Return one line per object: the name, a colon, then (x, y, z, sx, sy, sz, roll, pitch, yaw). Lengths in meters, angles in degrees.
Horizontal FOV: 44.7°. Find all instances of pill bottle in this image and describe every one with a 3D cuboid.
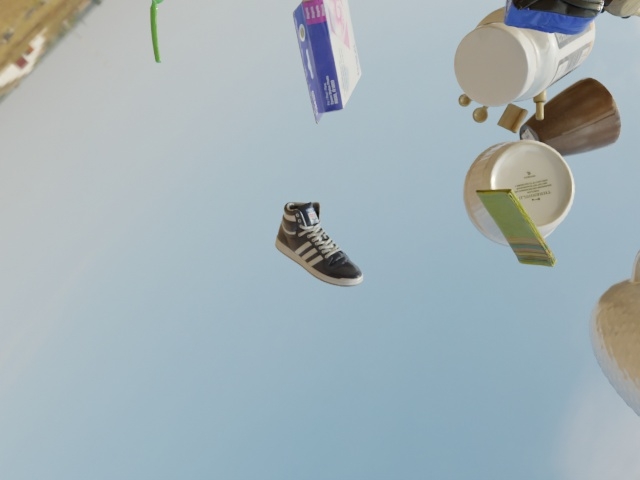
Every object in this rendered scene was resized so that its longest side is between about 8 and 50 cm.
pill bottle: (0.350, -0.330, 1.336, 0.162, 0.162, 0.278, -20, -171, 44)

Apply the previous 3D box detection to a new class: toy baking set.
toy baking set: (0.416, -0.373, 1.769, 0.030, 0.197, 0.256, 37, 57, -83)

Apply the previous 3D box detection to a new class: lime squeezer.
lime squeezer: (-0.307, -0.521, 1.596, 0.310, 0.110, 0.059, -63, -158, -5)

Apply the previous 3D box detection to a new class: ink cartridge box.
ink cartridge box: (0.028, -0.541, 2.167, 0.071, 0.324, 0.330, -1, -145, 17)

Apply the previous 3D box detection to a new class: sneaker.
sneaker: (0.000, 0.000, 2.000, 0.282, 0.153, 0.099, 30, -147, 31)

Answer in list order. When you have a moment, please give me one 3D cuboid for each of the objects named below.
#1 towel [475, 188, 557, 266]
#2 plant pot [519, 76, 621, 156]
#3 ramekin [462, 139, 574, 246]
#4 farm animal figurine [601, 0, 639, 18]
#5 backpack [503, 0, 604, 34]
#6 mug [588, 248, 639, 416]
towel: (0.442, -0.026, 1.762, 0.102, 0.237, 0.021, 1, -133, 50)
plant pot: (0.698, -0.328, 2.242, 0.230, 0.215, 0.215, -24, -159, -11)
ramekin: (0.498, -0.126, 1.925, 0.273, 0.273, 0.127, -49, 179, -10)
farm animal figurine: (0.495, -0.478, 1.033, 0.327, 0.172, 0.330, 0, -93, 40)
backpack: (0.308, -0.324, 1.027, 0.101, 0.120, 0.098, 69, 29, -83)
mug: (0.661, 0.170, 1.430, 0.276, 0.374, 0.328, -19, -151, -11)
